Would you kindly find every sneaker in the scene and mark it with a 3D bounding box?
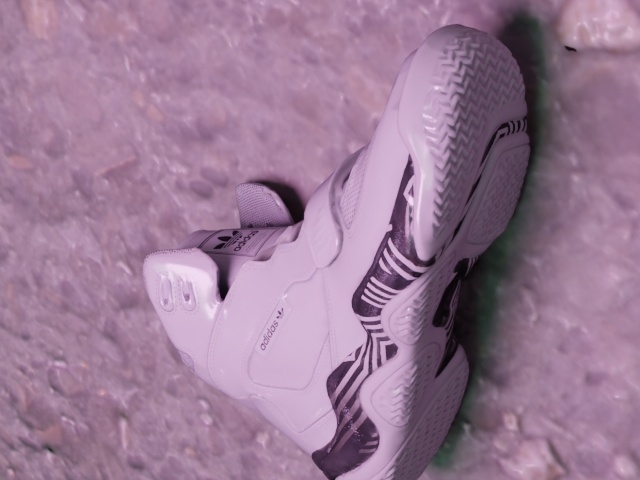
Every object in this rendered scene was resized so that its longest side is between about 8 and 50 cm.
[{"bbox_3d":[0.000,0.000,1.117,0.210,0.137,0.365,27,132,21],"label":"sneaker"}]
